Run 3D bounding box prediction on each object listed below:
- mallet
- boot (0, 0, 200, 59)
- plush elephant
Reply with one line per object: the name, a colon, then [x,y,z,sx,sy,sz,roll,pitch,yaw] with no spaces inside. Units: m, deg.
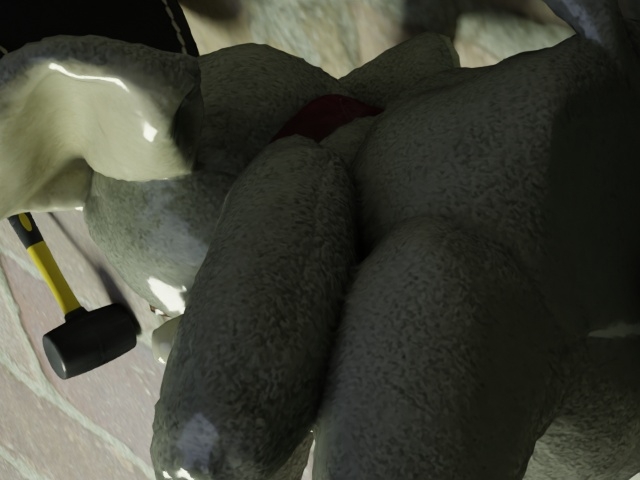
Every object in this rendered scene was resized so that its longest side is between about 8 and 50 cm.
mallet: [-0.207,0.014,1.205,0.189,0.062,0.039,52,153,10]
boot: [-0.170,-0.231,0.776,0.377,0.138,0.284,55,155,15]
plush elephant: [0.009,0.019,0.609,0.255,0.272,0.330,-7,86,48]
